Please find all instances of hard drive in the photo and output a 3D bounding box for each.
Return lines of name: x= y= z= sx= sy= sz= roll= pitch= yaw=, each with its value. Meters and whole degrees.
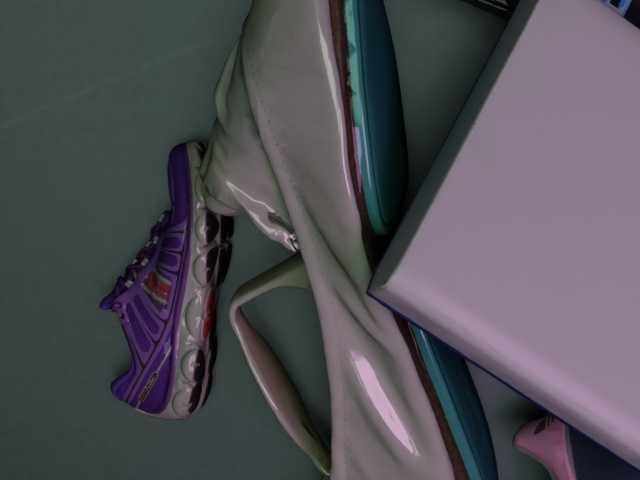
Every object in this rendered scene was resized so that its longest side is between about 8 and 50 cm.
hard drive: x=0.205 y=0.024 z=1.108 sx=0.318 sy=0.040 sz=0.210 roll=33 pitch=71 yaw=-14

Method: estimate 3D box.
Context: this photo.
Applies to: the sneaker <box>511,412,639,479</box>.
sneaker: x=0.185 y=0.245 z=1.208 sx=0.131 sy=0.112 sz=0.319 roll=1 pitch=99 yaw=24

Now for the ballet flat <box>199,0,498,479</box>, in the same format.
ballet flat: x=0.000 y=0.000 z=1.135 sx=0.139 sy=0.139 sz=0.400 roll=-14 pitch=109 yaw=1

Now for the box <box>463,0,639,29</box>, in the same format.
box: x=0.186 y=-0.253 z=1.131 sx=0.293 sy=0.073 sz=0.295 roll=24 pitch=107 yaw=-2

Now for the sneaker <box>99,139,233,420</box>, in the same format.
sneaker: x=-0.095 y=0.022 z=1.188 sx=0.071 sy=0.068 sz=0.170 roll=10 pitch=94 yaw=9
